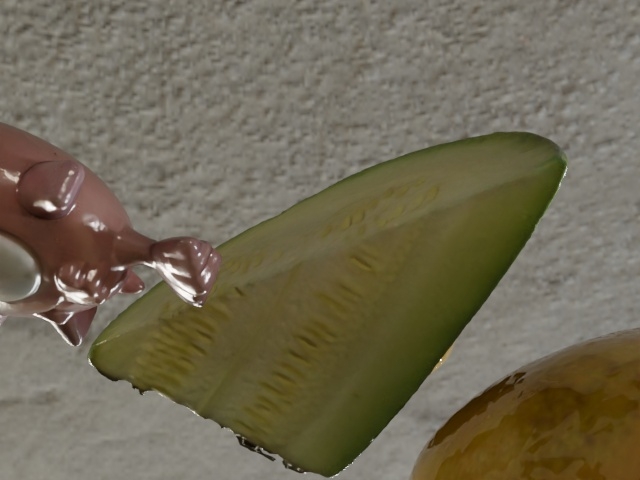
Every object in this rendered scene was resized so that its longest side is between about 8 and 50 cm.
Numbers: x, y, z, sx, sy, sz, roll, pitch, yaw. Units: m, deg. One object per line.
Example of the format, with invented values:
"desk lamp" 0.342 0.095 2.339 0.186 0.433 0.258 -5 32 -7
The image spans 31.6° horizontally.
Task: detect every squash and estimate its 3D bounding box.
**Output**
"squash" 0.000 0.000 0.728 0.203 0.111 0.288 27 121 -3

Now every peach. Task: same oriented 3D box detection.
"peach" 0.207 0.211 0.766 0.290 0.372 0.373 26 136 -28

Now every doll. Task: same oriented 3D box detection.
"doll" -0.178 -0.009 0.617 0.262 0.093 0.211 15 154 10

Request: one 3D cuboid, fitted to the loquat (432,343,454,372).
"loquat" 0.054 0.066 1.001 0.141 0.141 0.141 -3 146 -2
